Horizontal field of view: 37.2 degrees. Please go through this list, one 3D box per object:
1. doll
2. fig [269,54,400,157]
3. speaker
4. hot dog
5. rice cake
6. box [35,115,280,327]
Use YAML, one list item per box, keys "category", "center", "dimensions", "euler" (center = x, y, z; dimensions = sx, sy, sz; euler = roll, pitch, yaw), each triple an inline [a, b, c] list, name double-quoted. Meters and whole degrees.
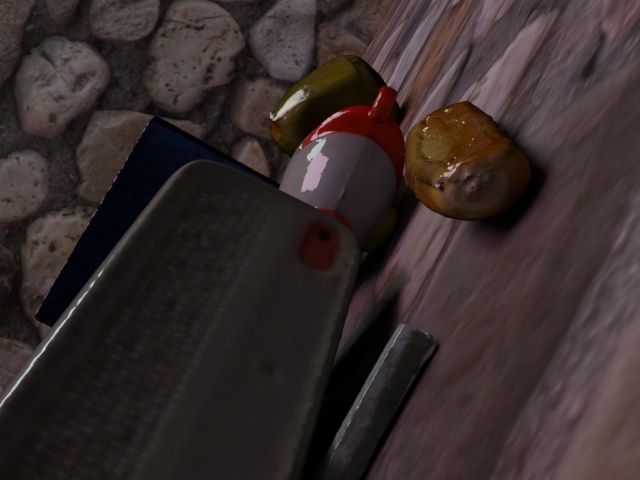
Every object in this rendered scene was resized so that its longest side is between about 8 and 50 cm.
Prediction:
- category: "doll"
  center: [0.000, 0.000, 0.856]
  dimensions: [0.200, 0.105, 0.336]
  euler: [-66, 1, -53]
- category: "fig"
  center: [0.017, -0.153, 1.190]
  dimensions: [0.166, 0.154, 0.144]
  euler: [-26, -57, -29]
- category: "speaker"
  center: [-0.097, 0.123, 0.576]
  dimensions: [0.406, 0.183, 0.184]
  euler: [-69, 4, -58]
- category: "hot dog"
  center: [0.084, -0.047, 0.583]
  dimensions: [0.066, 0.047, 0.215]
  euler: [-23, 13, 5]
- category: "rice cake"
  center: [0.024, 0.100, 0.507]
  dimensions: [0.121, 0.022, 0.021]
  euler: [-61, 5, -1]
- category: "box"
  center: [-0.158, 0.036, 1.162]
  dimensions: [0.279, 0.261, 0.116]
  euler: [-62, 4, -12]
